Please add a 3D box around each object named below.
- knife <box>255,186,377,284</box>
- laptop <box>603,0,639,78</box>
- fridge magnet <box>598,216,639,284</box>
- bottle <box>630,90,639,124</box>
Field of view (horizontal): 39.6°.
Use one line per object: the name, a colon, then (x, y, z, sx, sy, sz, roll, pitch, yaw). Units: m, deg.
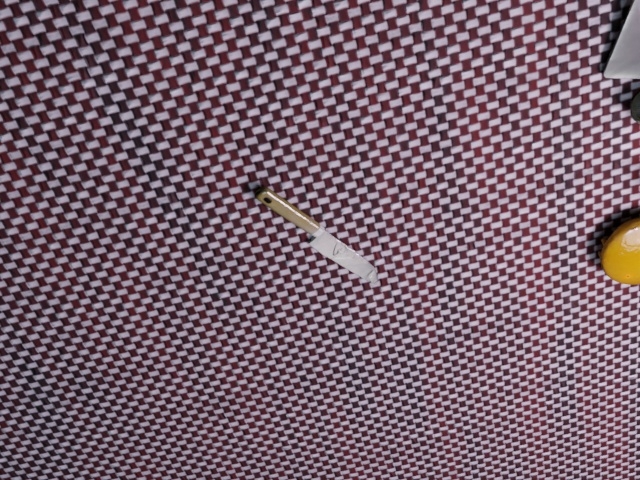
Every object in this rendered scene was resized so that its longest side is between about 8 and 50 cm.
knife: (0.000, -0.002, 1.435, 0.047, 0.017, 0.298, -39, 129, 23)
laptop: (0.555, -0.307, 1.265, 0.269, 0.015, 0.187, -1, 137, -9)
fridge magnet: (0.544, 0.015, 1.511, 0.143, 0.063, 0.143, -4, 128, -5)
bottle: (0.563, -0.163, 1.362, 0.201, 0.072, 0.072, 30, 119, -28)
